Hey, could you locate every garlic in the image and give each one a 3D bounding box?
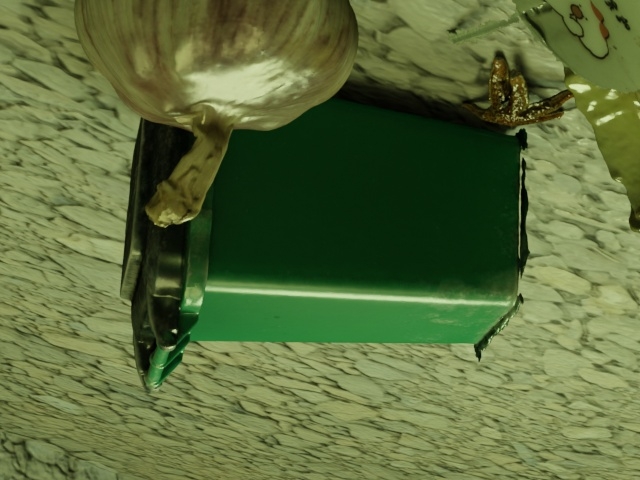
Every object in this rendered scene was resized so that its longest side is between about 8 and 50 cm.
[{"bbox_3d":[-0.099,-0.133,1.581,0.245,0.253,0.245,11,168,2],"label":"garlic"}]

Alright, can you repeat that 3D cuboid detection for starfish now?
[{"bbox_3d":[0.180,-0.125,1.778,0.133,0.041,0.130,23,156,-34],"label":"starfish"}]

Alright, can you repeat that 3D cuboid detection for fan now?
[{"bbox_3d":[0.176,-0.190,1.546,0.191,0.009,0.329,52,163,-9],"label":"fan"}]

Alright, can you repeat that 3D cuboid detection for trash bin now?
[{"bbox_3d":[0.000,0.000,1.850,0.381,0.295,0.259,6,160,-7],"label":"trash bin"}]

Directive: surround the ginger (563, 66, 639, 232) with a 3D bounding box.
[{"bbox_3d":[0.362,-0.077,1.604,0.358,0.211,0.413,8,160,6],"label":"ginger"}]
